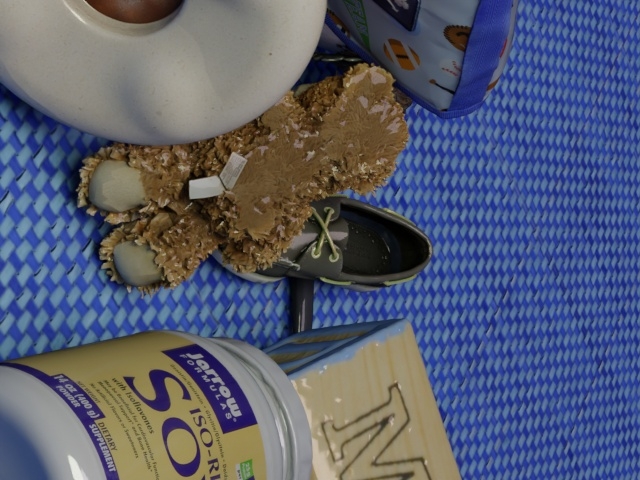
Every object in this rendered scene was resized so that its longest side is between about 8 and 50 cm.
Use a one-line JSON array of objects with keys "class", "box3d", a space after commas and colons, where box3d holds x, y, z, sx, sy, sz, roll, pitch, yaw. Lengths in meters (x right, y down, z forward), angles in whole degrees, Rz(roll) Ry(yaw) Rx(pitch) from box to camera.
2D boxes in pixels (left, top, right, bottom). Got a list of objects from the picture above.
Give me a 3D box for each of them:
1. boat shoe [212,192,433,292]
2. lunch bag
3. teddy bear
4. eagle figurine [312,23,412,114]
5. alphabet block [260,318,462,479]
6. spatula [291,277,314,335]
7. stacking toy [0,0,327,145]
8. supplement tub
[{"class": "boat shoe", "box3d": [0.000, -0.005, 1.900, 0.305, 0.091, 0.109, 12, 72, -46]}, {"class": "lunch bag", "box3d": [0.097, -0.349, 1.657, 0.328, 0.239, 0.385, 98, -21, -66]}, {"class": "teddy bear", "box3d": [-0.081, -0.075, 1.717, 0.338, 0.113, 0.245, -40, 119, -8]}, {"class": "eagle figurine", "box3d": [0.056, -0.185, 1.934, 0.298, 0.225, 0.226, -64, 149, -47]}, {"class": "alphabet block", "box3d": [0.001, 0.207, 1.791, 0.193, 0.192, 0.197, -23, 97, -37]}, {"class": "spatula", "box3d": [-0.029, 0.147, 1.934, 0.084, 0.030, 0.296, 19, 74, -50]}, {"class": "stacking toy", "box3d": [-0.124, -0.348, 1.627, 0.480, 0.351, 0.350, -70, 143, -50]}, {"class": "supplement tub", "box3d": [-0.184, 0.207, 1.537, 0.331, 0.241, 0.241, -10, 98, -54]}]
